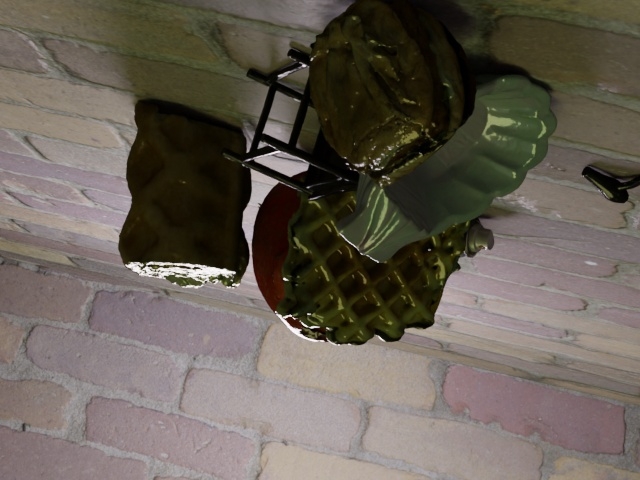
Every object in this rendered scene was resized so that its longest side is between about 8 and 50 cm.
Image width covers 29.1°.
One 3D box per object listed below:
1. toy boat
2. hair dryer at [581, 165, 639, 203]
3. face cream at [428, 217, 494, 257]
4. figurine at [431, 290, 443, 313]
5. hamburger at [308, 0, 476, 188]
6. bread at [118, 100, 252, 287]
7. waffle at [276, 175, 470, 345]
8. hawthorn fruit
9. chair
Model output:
[{"bbox_3d":[0.140,-0.100,1.467,0.199,0.290,0.100,37,-165,-45],"label":"toy boat"},{"bbox_3d":[0.401,-0.082,1.644,0.079,0.031,0.083,31,148,-27],"label":"hair dryer"},{"bbox_3d":[0.179,-0.015,2.066,0.229,0.075,0.075,7,166,29],"label":"face cream"},{"bbox_3d":[0.061,0.044,2.266,0.327,0.169,0.218,5,149,30],"label":"figurine"},{"bbox_3d":[0.075,-0.161,1.314,0.130,0.183,0.206,-18,174,-27],"label":"hamburger"},{"bbox_3d":[-0.208,-0.061,1.921,0.239,0.252,0.196,16,165,-28],"label":"bread"},{"bbox_3d":[0.078,0.005,1.793,0.297,0.317,0.073,5,-162,-27],"label":"waffle"},{"bbox_3d":[0.000,0.000,1.964,0.276,0.276,0.307,26,-171,-44],"label":"hawthorn fruit"},{"bbox_3d":[0.027,-0.128,1.594,0.260,0.141,0.154,23,166,-24],"label":"chair"}]
